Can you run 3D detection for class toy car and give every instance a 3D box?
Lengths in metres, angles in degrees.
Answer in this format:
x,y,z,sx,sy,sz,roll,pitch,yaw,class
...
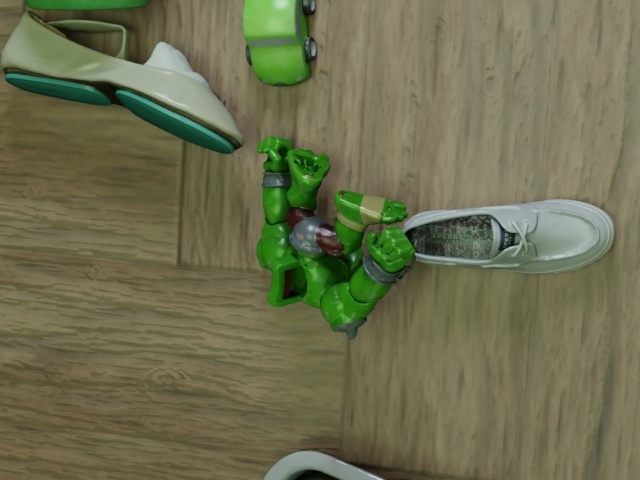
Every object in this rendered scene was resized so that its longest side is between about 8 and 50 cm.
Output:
x,y,z,sx,sy,sz,roll,pitch,yaw,class
-0.040,-0.248,1.428,0.239,0.053,0.225,-1,95,16,toy car

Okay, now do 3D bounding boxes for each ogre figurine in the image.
x,y,z,sx,sy,sz,roll,pitch,yaw,class
0.000,0.000,1.412,0.197,0.097,0.118,29,118,22,ogre figurine

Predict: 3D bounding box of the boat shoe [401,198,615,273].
x,y,z,sx,sy,sz,roll,pitch,yaw,class
0.156,-0.004,1.389,0.184,0.063,0.066,5,97,16,boat shoe

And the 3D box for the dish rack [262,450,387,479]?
x,y,z,sx,sy,sz,roll,pitch,yaw,class
0.074,0.358,1.420,0.333,0.072,0.285,20,97,22,dish rack

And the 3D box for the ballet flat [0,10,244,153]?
x,y,z,sx,sy,sz,roll,pitch,yaw,class
-0.172,-0.151,1.467,0.248,0.086,0.086,18,100,15,ballet flat

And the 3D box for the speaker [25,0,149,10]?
x,y,z,sx,sy,sz,roll,pitch,yaw,class
-0.208,-0.353,1.418,0.131,0.131,0.296,3,102,16,speaker
